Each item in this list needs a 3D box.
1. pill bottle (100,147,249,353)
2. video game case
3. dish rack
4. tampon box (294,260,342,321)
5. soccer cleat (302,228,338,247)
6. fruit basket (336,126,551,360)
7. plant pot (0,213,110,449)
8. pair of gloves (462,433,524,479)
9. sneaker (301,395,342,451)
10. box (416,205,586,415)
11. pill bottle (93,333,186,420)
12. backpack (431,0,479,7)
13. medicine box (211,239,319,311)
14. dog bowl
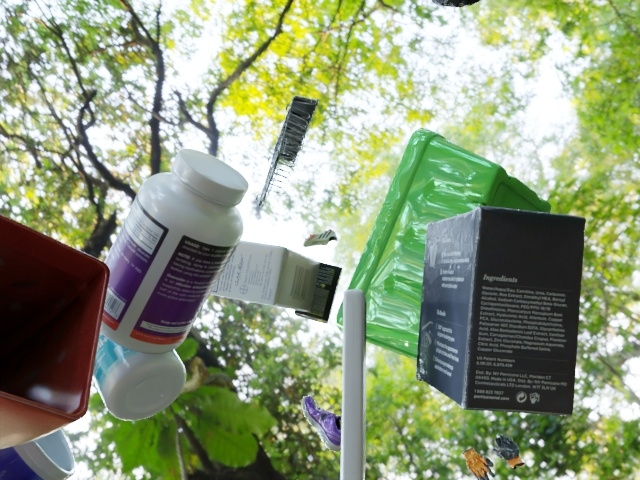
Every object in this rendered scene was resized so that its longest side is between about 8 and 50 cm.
[{"bbox_3d":[-0.246,0.017,1.085,0.181,0.181,0.323,14,-66,-43],"label":"pill bottle"},{"bbox_3d":[0.035,0.148,0.658,0.173,0.022,0.190,54,-143,-81],"label":"video game case"},{"bbox_3d":[-0.086,-0.214,1.612,0.074,0.271,0.208,18,-44,-7],"label":"dish rack"},{"bbox_3d":[-0.005,0.149,1.880,0.120,0.101,0.161,82,-157,-80],"label":"tampon box"},{"bbox_3d":[0.000,0.000,1.454,0.083,0.035,0.029,-20,-38,-24],"label":"soccer cleat"},{"bbox_3d":[0.173,0.017,1.150,0.283,0.392,0.392,26,-77,-38],"label":"fruit basket"},{"bbox_3d":[-0.479,0.137,0.882,0.267,0.267,0.236,32,-57,-33],"label":"plant pot"},{"bbox_3d":[0.266,0.335,1.010,0.083,0.074,0.010,-26,-67,-1],"label":"pair of gloves"},{"bbox_3d":[0.016,0.450,1.640,0.071,0.170,0.068,-43,-37,-1],"label":"sneaker"},{"bbox_3d":[0.150,0.058,0.575,0.093,0.156,0.158,5,-93,-5],"label":"box"},{"bbox_3d":[-0.364,0.191,1.205,0.146,0.264,0.146,-24,-44,-25],"label":"pill bottle"},{"bbox_3d":[0.195,-0.412,0.843,0.152,0.115,0.182,-61,-27,-46],"label":"backpack"},{"bbox_3d":[-0.186,0.087,1.723,0.263,0.289,0.149,28,-108,-70],"label":"medicine box"},{"bbox_3d":[-0.557,0.339,1.171,0.104,0.265,0.265,-33,-45,-16],"label":"dog bowl"}]
